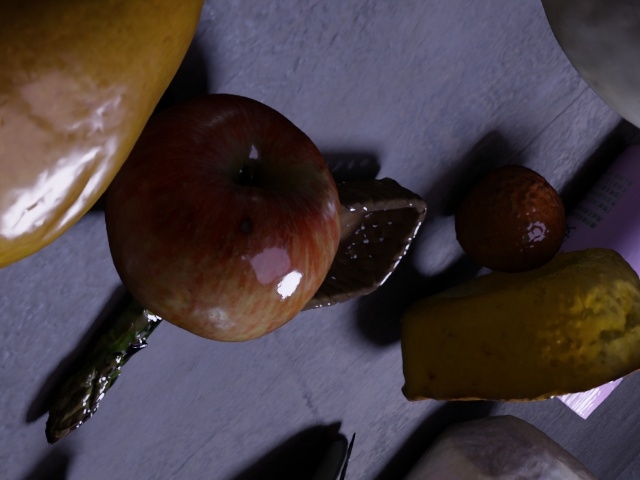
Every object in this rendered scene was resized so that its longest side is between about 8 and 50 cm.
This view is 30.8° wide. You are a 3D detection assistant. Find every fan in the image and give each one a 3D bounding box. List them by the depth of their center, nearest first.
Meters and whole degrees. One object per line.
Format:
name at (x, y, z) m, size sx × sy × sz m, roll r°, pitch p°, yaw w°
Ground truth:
fan at (0.017, 0.304, 1.342) m, size 0.226 × 0.008 × 0.152 m, roll 95°, pitch 10°, yaw -75°

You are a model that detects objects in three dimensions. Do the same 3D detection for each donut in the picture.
donut at (0.199, 0.085, 1.151) m, size 0.278 × 0.108 × 0.277 m, roll -17°, pitch -178°, yaw 1°

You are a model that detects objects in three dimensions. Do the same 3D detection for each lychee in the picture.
lychee at (0.188, -0.013, 1.120) m, size 0.114 × 0.101 × 0.140 m, roll -38°, pitch 130°, yaw -24°

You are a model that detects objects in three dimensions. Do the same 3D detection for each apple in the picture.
apple at (-0.060, -0.011, 0.707) m, size 0.146 × 0.146 × 0.131 m, roll -26°, pitch 167°, yaw -38°

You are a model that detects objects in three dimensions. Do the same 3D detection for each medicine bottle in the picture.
medicine bottle at (0.338, 0.047, 1.360) m, size 0.290 × 0.178 × 0.178 m, roll -50°, pitch 154°, yaw 4°

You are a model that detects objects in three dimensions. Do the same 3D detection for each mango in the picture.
mango at (-0.144, -0.070, 0.534) m, size 0.227 × 0.109 × 0.147 m, roll -38°, pitch 128°, yaw -19°

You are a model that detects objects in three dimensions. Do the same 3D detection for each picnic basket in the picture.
picnic basket at (0.000, 0.000, 0.910) m, size 0.193 × 0.055 × 0.110 m, roll -8°, pitch 134°, yaw -54°

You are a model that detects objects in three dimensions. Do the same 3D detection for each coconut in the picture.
coconut at (0.225, 0.405, 1.550) m, size 0.329 × 0.329 × 0.328 m, roll -36°, pitch 152°, yaw -23°

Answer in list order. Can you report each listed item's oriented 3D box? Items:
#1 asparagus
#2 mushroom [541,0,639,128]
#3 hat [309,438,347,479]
asparagus at (-0.145, 0.080, 0.824) m, size 0.165 × 0.030 × 0.036 m, roll -52°, pitch 164°, yaw 7°
mushroom at (0.303, -0.192, 0.854) m, size 0.315 × 0.315 × 0.356 m, roll -27°, pitch 147°, yaw -37°
hat at (-0.069, 0.320, 1.239) m, size 0.214 × 0.149 × 0.244 m, roll 104°, pitch 0°, yaw -50°
